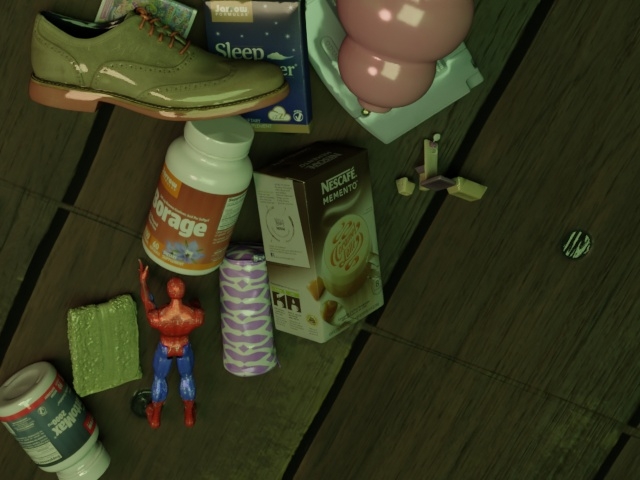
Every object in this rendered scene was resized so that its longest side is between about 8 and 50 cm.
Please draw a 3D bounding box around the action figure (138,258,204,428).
[{"bbox_3d":[-0.219,0.136,1.766,0.091,0.139,0.280,-2,135,-12],"label":"action figure"}]

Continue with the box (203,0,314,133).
[{"bbox_3d":[-0.084,-0.255,1.616,0.136,0.036,0.225,3,116,13],"label":"box"}]

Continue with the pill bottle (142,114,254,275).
[{"bbox_3d":[-0.164,-0.069,1.640,0.121,0.121,0.216,12,124,-14],"label":"pill bottle"}]

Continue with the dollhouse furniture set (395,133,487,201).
[{"bbox_3d":[0.182,-0.104,1.770,0.114,0.091,0.081,17,67,-38],"label":"dollhouse furniture set"}]

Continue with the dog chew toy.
[{"bbox_3d":[0.112,-0.318,1.519,0.206,0.207,0.332,10,118,-14],"label":"dog chew toy"}]

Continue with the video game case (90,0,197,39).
[{"bbox_3d":[-0.238,-0.294,1.613,0.122,0.011,0.087,19,115,-17],"label":"video game case"}]

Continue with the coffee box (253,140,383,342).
[{"bbox_3d":[0.000,0.000,1.701,0.141,0.098,0.247,-30,122,-41],"label":"coffee box"}]

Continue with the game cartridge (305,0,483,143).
[{"bbox_3d":[0.073,-0.291,1.652,0.198,0.062,0.297,-30,114,8],"label":"game cartridge"}]

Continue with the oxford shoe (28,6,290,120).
[{"bbox_3d":[-0.212,-0.234,1.559,0.348,0.123,0.130,3,113,1],"label":"oxford shoe"}]

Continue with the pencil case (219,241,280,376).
[{"bbox_3d":[-0.104,0.098,1.767,0.088,0.086,0.206,-12,117,-29],"label":"pencil case"}]

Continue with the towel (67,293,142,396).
[{"bbox_3d":[-0.319,0.155,1.765,0.110,0.027,0.148,-15,118,-27],"label":"towel"}]

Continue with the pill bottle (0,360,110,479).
[{"bbox_3d":[-0.392,0.278,1.774,0.108,0.108,0.180,-30,115,3],"label":"pill bottle"}]
